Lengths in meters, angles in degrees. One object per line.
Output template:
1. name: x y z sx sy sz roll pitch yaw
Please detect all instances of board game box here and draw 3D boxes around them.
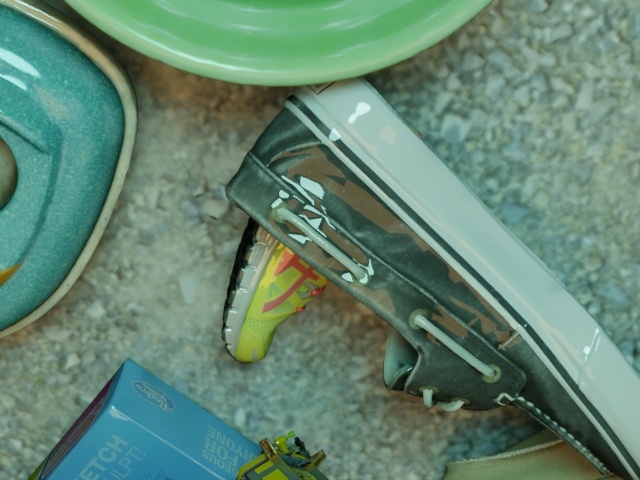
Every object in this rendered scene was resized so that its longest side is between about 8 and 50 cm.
1. board game box: -0.141 0.271 1.035 0.242 0.064 0.316 35 114 -13

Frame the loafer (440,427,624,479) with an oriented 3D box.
1. loafer: 0.202 0.146 0.935 0.269 0.092 0.102 -14 152 25

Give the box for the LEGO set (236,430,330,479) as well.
1. LEGO set: -0.063 0.280 0.932 0.255 0.192 0.331 -37 115 -11

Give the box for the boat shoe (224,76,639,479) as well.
1. boat shoe: 0.081 0.044 0.823 0.119 0.121 0.335 -44 101 5

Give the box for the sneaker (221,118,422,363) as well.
1. sneaker: 0.000 0.000 0.880 0.094 0.081 0.208 21 116 -9

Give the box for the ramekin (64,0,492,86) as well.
1. ramekin: -0.021 -0.247 0.707 0.303 0.148 0.303 2 122 3

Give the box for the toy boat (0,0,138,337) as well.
1. toy boat: -0.286 -0.056 0.834 0.318 0.148 0.267 26 116 -10
